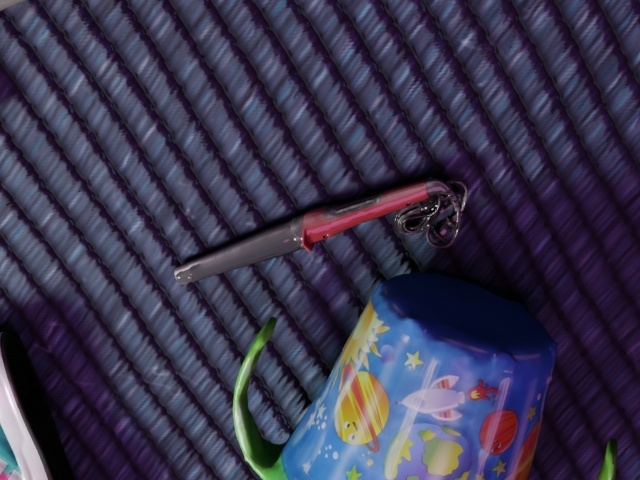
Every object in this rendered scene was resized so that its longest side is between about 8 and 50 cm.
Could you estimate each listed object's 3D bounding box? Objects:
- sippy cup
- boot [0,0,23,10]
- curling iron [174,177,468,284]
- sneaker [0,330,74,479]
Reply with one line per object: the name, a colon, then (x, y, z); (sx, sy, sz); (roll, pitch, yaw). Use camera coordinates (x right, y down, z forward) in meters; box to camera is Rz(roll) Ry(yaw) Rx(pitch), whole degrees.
sippy cup: (0.096, 0.157, 1.608); (0.306, 0.240, 0.224); (7, 112, -30)
boot: (-0.311, -0.152, 1.522); (0.247, 0.083, 0.161); (-15, 126, 16)
curling iron: (0.000, 0.000, 1.613); (0.274, 0.035, 0.068); (-14, 118, 10)
sneaker: (-0.332, 0.238, 1.709); (0.178, 0.124, 0.295); (-13, 111, 4)
